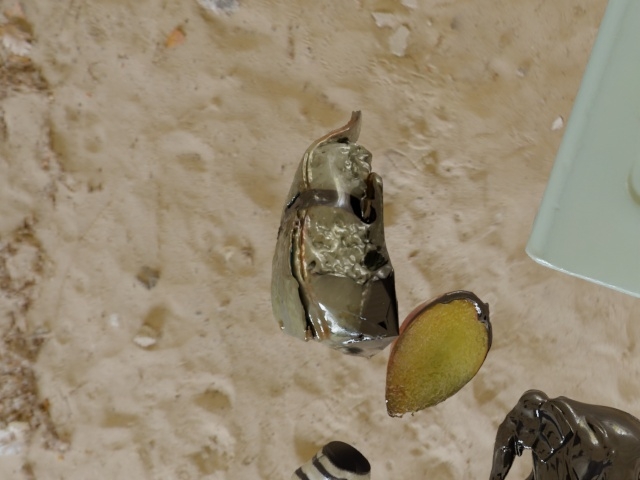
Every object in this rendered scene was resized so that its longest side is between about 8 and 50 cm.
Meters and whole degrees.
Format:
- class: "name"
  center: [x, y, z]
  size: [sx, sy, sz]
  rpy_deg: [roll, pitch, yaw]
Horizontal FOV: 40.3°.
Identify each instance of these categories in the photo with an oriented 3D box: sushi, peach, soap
- class: "sushi"
  center: [0.003, -0.016, 0.867]
  size: [0.109, 0.134, 0.272]
  rpy_deg: [0, 69, -11]
- class: "peach"
  center: [0.208, 0.210, 1.630]
  size: [0.189, 0.068, 0.279]
  rpy_deg: [37, 97, -20]
- class: "soap"
  center: [0.241, -0.093, 0.524]
  size: [0.160, 0.087, 0.265]
  rpy_deg: [19, 111, 13]

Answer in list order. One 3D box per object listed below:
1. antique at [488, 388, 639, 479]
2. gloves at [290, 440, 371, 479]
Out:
- class: "antique"
  center: [0.497, 0.432, 1.703]
  size: [0.322, 0.185, 0.255]
  rpy_deg: [6, 87, 20]
- class: "gloves"
  center: [-0.003, 0.465, 1.532]
  size: [0.131, 0.140, 0.218]
  rpy_deg: [40, 110, 18]
